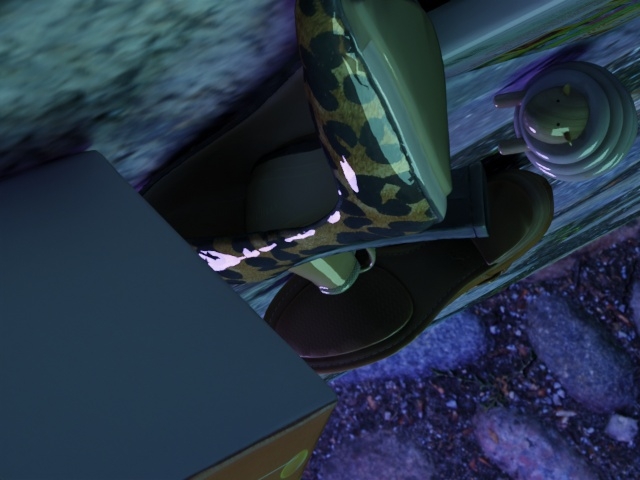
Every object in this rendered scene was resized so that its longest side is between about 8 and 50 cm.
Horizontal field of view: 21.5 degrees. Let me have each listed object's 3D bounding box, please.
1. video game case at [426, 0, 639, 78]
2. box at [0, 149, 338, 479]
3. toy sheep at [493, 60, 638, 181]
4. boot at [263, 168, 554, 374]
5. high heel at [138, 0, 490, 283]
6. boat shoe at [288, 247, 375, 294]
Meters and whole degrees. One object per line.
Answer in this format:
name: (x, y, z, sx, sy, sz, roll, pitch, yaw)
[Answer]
video game case: (0.145, -0.127, 0.794, 0.206, 0.026, 0.227, -19, 178, -41)
box: (-0.167, 0.163, 0.734, 0.215, 0.168, 0.345, -24, 148, -41)
toy sheep: (0.174, -0.081, 1.156, 0.091, 0.091, 0.132, -32, 166, 26)
boot: (0.089, 0.022, 1.548, 0.283, 0.109, 0.220, -38, 175, 11)
high heel: (-0.033, -0.040, 0.748, 0.186, 0.093, 0.261, -5, 160, 13)
boat shoe: (0.000, 0.000, 1.091, 0.068, 0.072, 0.190, -31, 172, 20)
